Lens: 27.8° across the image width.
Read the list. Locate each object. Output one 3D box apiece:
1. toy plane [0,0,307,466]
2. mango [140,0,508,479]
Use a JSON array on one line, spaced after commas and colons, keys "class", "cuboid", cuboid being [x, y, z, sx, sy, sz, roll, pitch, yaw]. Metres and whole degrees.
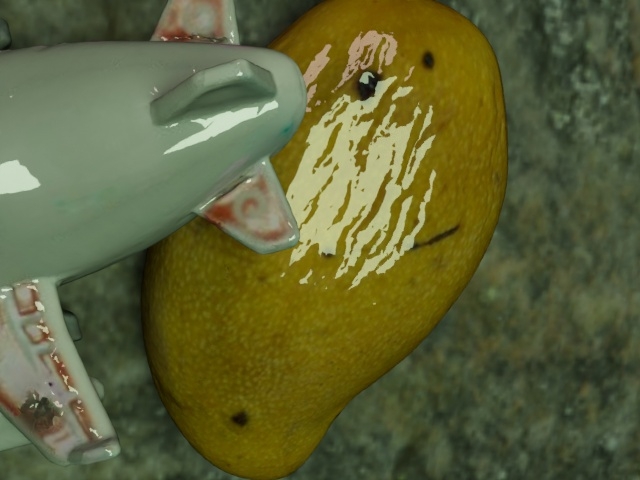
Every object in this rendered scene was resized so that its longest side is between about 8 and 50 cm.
[{"class": "toy plane", "cuboid": [-0.125, -0.030, 0.538, 0.252, 0.118, 0.252, 0, 90, 13]}, {"class": "mango", "cuboid": [0.002, 0.000, 0.631, 0.157, 0.109, 0.262, 21, 94, -26]}]
